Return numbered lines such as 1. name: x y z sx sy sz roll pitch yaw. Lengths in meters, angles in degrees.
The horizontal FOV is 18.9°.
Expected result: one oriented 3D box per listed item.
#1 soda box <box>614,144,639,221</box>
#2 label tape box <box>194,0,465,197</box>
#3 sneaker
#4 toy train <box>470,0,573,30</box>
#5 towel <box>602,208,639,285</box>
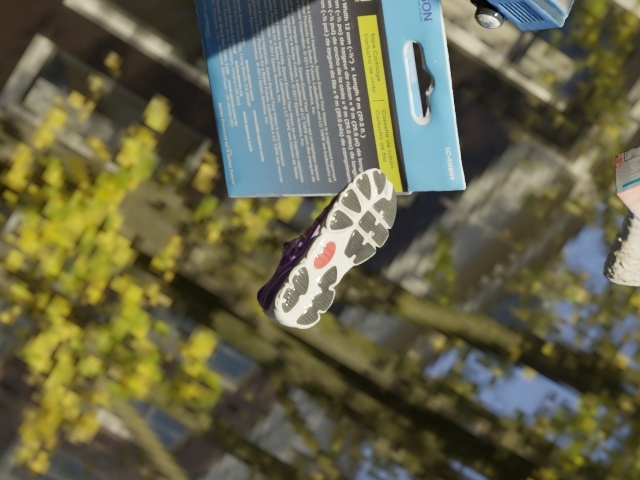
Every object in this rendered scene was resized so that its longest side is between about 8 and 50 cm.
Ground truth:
1. soda box: 0.386 -0.080 1.918 0.183 0.063 0.058 -23 -139 30
2. label tape box: 0.033 -0.182 2.182 0.348 0.249 0.115 -1 -167 38
3. sneaker: 0.000 0.000 1.740 0.170 0.068 0.071 -49 -145 -14
4. toy train: 0.202 -0.279 1.793 0.105 0.080 0.184 3 -116 49
5. towel: 0.457 -0.030 2.072 0.049 0.282 0.187 -102 -163 -48
